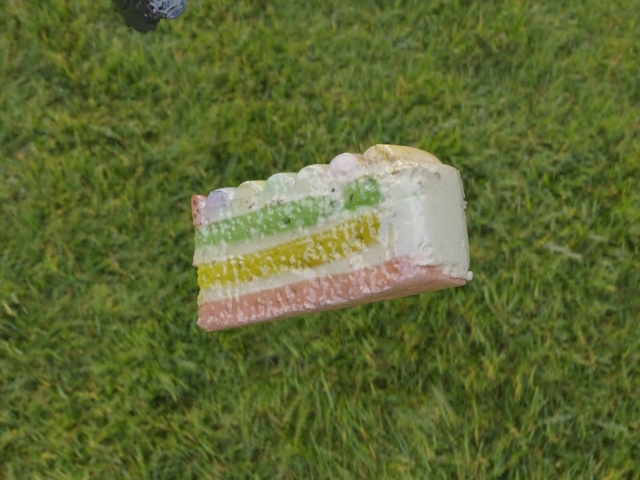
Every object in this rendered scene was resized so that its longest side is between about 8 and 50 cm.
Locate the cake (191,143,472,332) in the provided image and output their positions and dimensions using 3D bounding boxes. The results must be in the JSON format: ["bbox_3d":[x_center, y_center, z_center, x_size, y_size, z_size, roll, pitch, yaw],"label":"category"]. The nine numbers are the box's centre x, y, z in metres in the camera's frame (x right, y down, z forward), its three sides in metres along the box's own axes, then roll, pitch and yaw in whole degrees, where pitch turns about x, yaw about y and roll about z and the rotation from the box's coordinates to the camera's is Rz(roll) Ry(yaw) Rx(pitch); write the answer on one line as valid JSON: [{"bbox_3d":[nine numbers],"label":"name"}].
[{"bbox_3d":[-0.007,-0.001,0.880,0.225,0.090,0.109,-11,84,18],"label":"cake"}]

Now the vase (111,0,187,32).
[{"bbox_3d":[-0.263,-0.354,1.399,0.115,0.237,0.115,-18,54,28],"label":"vase"}]
